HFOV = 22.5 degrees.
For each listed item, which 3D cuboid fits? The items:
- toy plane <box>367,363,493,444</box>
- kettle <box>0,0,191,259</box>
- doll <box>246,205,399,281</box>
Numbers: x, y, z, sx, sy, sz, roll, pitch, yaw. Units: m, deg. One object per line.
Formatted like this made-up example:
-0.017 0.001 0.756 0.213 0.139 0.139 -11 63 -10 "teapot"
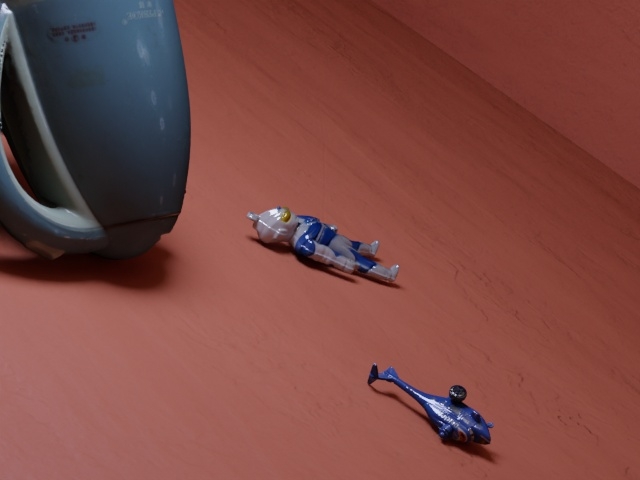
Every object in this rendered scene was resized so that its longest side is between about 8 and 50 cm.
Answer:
0.132 0.196 1.914 0.167 0.054 0.062 33 47 20 "toy plane"
-0.294 -0.138 1.916 0.247 0.342 0.319 -12 2 41 "kettle"
0.000 0.000 2.237 0.227 0.057 0.114 16 26 -27 "doll"
